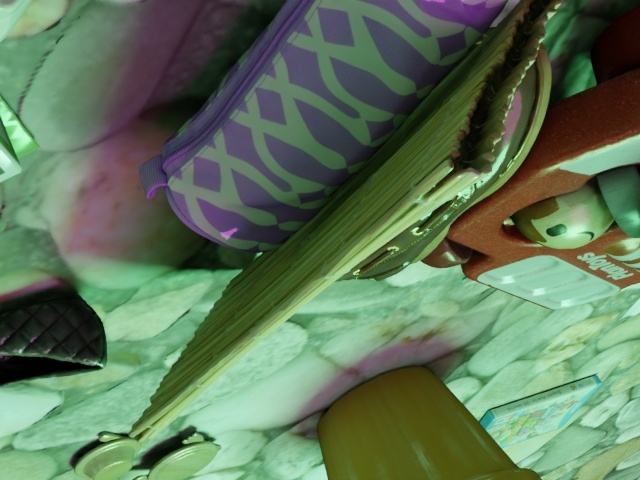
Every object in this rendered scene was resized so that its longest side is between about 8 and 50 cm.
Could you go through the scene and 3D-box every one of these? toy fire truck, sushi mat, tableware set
[{"bbox_3d":[0.202,-0.020,0.700,0.254,0.169,0.302,-23,156,32],"label":"toy fire truck"},{"bbox_3d":[0.000,0.000,0.525,0.316,0.019,0.151,-42,-167,48],"label":"sushi mat"},{"bbox_3d":[-0.172,0.208,0.864,0.169,0.020,0.141,-41,151,19],"label":"tableware set"}]

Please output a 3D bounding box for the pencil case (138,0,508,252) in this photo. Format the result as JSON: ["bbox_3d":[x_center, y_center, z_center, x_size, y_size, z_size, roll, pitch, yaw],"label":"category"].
[{"bbox_3d":[0.003,-0.081,0.482,0.088,0.086,0.206,8,135,-40],"label":"pencil case"}]

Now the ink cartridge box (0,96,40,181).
[{"bbox_3d":[-0.191,-0.047,0.393,0.109,0.062,0.209,-27,152,-3],"label":"ink cartridge box"}]

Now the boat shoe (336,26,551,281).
[{"bbox_3d":[0.058,-0.040,0.606,0.073,0.073,0.207,-13,148,-35],"label":"boat shoe"}]

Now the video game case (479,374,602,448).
[{"bbox_3d":[0.252,0.219,1.254,0.166,0.015,0.119,-13,147,-27],"label":"video game case"}]

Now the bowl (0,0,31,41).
[{"bbox_3d":[-0.111,-0.126,0.280,0.142,0.053,0.142,33,82,-57],"label":"bowl"}]

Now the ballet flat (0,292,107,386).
[{"bbox_3d":[-0.209,0.079,0.592,0.173,0.049,0.057,-22,150,-12],"label":"ballet flat"}]

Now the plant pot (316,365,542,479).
[{"bbox_3d":[0.091,0.228,0.949,0.205,0.188,0.205,-21,151,-12],"label":"plant pot"}]
